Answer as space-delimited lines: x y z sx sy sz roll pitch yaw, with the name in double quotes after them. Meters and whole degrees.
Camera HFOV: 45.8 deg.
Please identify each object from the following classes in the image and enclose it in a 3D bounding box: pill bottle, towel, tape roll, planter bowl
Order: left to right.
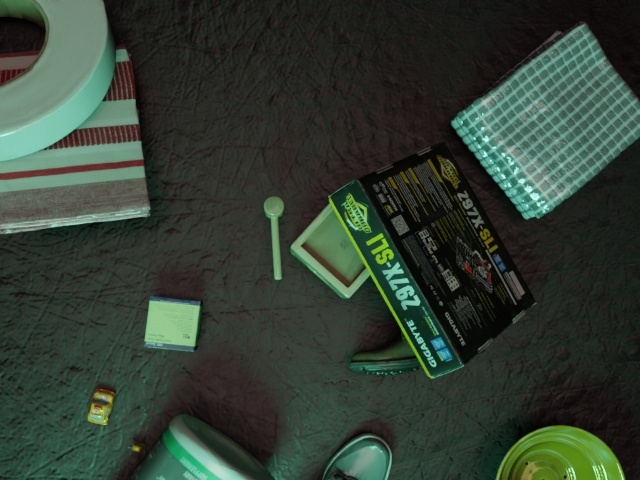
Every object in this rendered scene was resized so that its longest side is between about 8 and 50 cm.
-0.525 -0.305 1.206 0.393 0.072 0.391 1 65 -2 "tape roll"
-0.409 -0.170 1.218 0.237 0.037 0.328 -7 65 -13 "towel"
-0.245 0.467 1.151 0.204 0.204 0.361 35 84 0 "pill bottle"
0.382 0.409 1.251 0.217 0.090 0.217 0 84 -3 "planter bowl"
0.401 -0.207 1.290 0.284 0.121 0.235 -39 89 -6 "towel"

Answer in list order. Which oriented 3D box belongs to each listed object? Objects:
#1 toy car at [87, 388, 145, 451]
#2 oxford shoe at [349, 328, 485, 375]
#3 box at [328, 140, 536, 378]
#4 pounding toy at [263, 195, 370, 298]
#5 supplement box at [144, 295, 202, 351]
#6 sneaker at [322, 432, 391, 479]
-0.330 0.295 1.242 0.122 0.040 0.060 32 84 0 "toy car"
0.153 0.171 1.271 0.227 0.083 0.096 -12 74 -10 "oxford shoe"
0.187 0.020 1.210 0.257 0.079 0.321 -27 87 -47 "box"
-0.011 0.003 1.259 0.206 0.094 0.181 42 83 1 "pounding toy"
-0.242 0.137 1.253 0.083 0.056 0.083 6 84 -3 "supplement box"
0.018 0.440 1.182 0.124 0.178 0.295 35 84 0 "sneaker"
